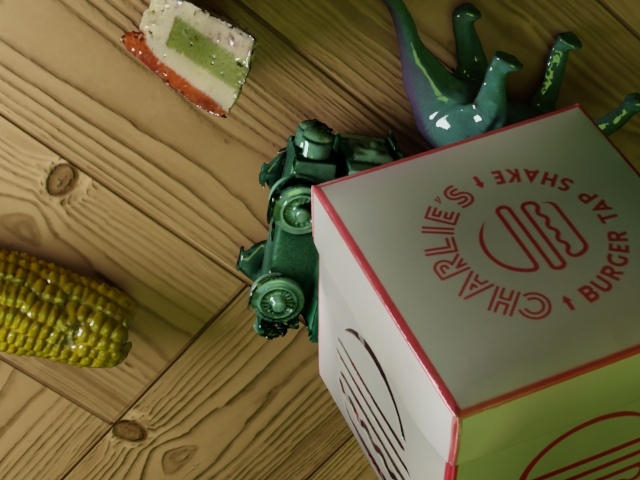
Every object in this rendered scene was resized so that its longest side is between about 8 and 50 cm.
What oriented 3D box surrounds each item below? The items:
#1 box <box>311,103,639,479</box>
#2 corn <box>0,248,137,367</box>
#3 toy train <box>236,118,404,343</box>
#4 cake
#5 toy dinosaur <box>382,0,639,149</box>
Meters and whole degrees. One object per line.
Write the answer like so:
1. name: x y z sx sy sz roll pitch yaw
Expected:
1. box: 0.188 0.100 1.370 0.312 0.314 0.300 -18 139 -16
2. corn: -0.373 0.060 1.476 0.363 0.120 0.120 17 115 -20
3. toy train: 0.000 0.000 1.506 0.154 0.115 0.269 6 118 -14
4. cake: -0.131 -0.190 1.327 0.117 0.220 0.086 23 101 -11
5. toy dinosaur: 0.164 -0.079 1.513 0.383 0.129 0.331 17 124 -17
